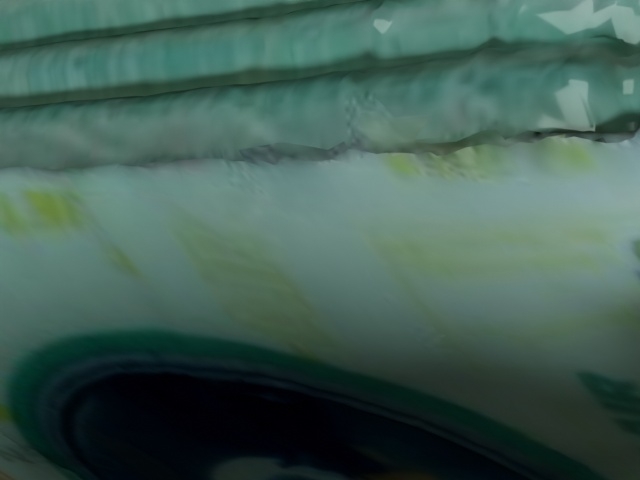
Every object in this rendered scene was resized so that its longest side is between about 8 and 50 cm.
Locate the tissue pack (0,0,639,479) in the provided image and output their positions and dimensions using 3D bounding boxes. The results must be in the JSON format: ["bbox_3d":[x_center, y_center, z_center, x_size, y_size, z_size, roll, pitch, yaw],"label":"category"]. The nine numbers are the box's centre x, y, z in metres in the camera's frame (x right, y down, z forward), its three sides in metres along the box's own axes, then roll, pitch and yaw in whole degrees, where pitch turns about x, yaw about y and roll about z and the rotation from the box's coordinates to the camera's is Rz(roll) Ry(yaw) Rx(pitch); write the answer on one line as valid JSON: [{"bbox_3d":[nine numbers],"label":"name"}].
[{"bbox_3d":[0.000,0.000,0.574,0.388,0.287,0.162,-2,56,37],"label":"tissue pack"}]
